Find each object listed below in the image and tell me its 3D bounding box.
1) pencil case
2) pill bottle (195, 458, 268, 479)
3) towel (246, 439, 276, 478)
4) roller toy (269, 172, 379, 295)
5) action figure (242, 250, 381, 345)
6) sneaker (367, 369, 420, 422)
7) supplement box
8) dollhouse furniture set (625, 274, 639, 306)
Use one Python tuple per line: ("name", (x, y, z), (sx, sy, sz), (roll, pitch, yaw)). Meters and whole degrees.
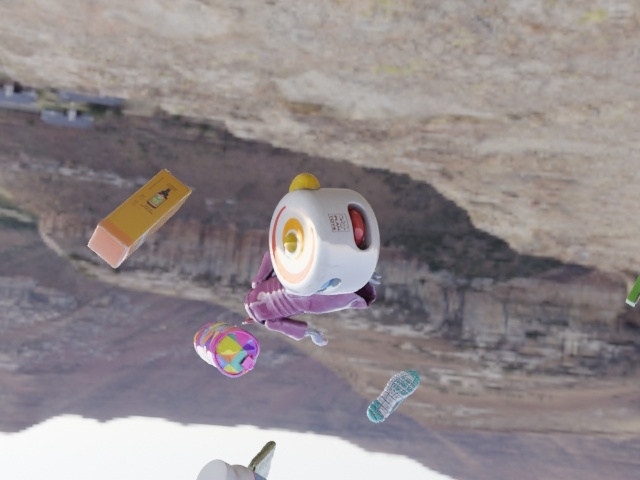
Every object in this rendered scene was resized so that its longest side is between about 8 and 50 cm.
("pencil case", (-0.191, 0.218, 1.922), (0.104, 0.104, 0.236), (7, 178, -14))
("pill bottle", (-0.115, 0.397, 1.446), (0.087, 0.087, 0.160), (-1, 146, 44))
("towel", (-0.143, 0.521, 2.130), (0.027, 0.110, 0.148), (20, -160, 14))
("roller toy", (0.000, 0.000, 1.690), (0.146, 0.209, 0.191), (-1, -155, -34))
("action figure", (-0.059, 0.127, 2.072), (0.370, 0.248, 0.275), (-29, 174, 36))
("sneaker", (0.180, 0.389, 2.357), (0.065, 0.166, 0.076), (47, 170, 15))
("supplement box", (-0.358, -0.048, 1.886), (0.078, 0.233, 0.080), (39, 135, 1))
("dollhouse furniture set", (0.586, 0.108, 1.549), (0.151, 0.058, 0.076), (28, 177, 19))
